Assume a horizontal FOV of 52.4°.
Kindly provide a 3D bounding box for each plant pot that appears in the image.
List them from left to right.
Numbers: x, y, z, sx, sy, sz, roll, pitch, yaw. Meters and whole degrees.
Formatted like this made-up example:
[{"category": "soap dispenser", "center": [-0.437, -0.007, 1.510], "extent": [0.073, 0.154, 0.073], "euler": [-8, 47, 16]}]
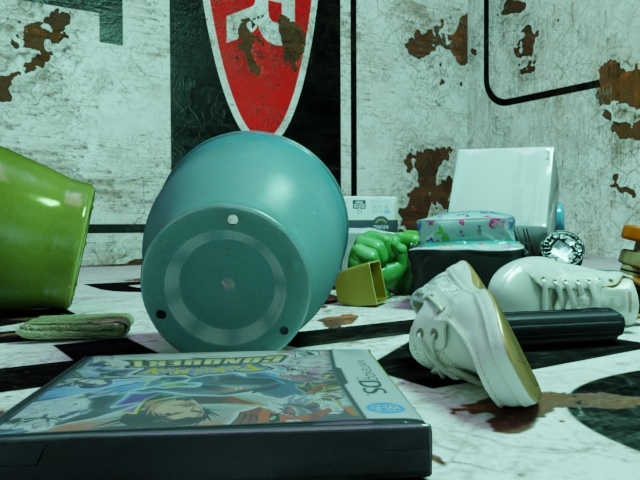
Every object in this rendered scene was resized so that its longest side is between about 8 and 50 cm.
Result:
[{"category": "plant pot", "center": [-0.601, -0.022, 1.157], "extent": [0.352, 0.367, 0.366], "euler": [11, -2, -18]}, {"category": "plant pot", "center": [-0.098, 0.018, 0.795], "extent": [0.271, 0.272, 0.255], "euler": [0, 17, 1]}, {"category": "plant pot", "center": [0.073, 0.087, 1.256], "extent": [0.083, 0.082, 0.081], "euler": [-13, -3, 20]}]

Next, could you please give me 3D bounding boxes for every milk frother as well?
[{"category": "milk frother", "center": [0.466, 0.078, 1.306], "extent": [0.143, 0.129, 0.135], "euler": [-28, -34, -6]}]

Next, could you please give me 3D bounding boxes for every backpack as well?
[{"category": "backpack", "center": [0.286, 0.037, 1.255], "extent": [0.225, 0.191, 0.253], "euler": [-1, -4, 19]}]

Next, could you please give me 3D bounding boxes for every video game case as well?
[{"category": "video game case", "center": [-0.077, 0.123, 0.499], "extent": [0.274, 0.035, 0.248], "euler": [0, 1, -4]}]

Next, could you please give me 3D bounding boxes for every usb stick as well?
[{"category": "usb stick", "center": [0.251, 0.111, 0.820], "extent": [0.277, 0.045, 0.077], "euler": [-1, -5, -17]}]

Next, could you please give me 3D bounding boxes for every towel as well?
[{"category": "towel", "center": [-0.338, 0.120, 0.908], "extent": [0.148, 0.027, 0.110], "euler": [-2, 1, -12]}]

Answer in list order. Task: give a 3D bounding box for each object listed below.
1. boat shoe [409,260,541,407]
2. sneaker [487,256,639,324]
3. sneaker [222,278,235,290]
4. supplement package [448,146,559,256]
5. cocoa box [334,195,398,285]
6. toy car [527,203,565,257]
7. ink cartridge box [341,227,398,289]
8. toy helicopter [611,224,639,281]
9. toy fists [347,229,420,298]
[{"category": "boat shoe", "center": [0.136, 0.098, 0.636], "extent": [0.096, 0.098, 0.277], "euler": [-25, 7, 7]}, {"category": "sneaker", "center": [0.373, 0.076, 0.936], "extent": [0.290, 0.106, 0.123], "euler": [1, -2, -30]}, {"category": "sneaker", "center": [-0.152, 0.098, 1.205], "extent": [0.118, 0.083, 0.222], "euler": [22, 4, 27]}, {"category": "supplement package", "center": [0.401, -0.082, 1.413], "extent": [0.203, 0.194, 0.149], "euler": [2, -26, 26]}, {"category": "cocoa box", "center": [0.000, 0.000, 1.691], "extent": [0.347, 0.228, 0.231], "euler": [-1, 2, -25]}, {"category": "toy car", "center": [0.479, 0.026, 1.577], "extent": [0.219, 0.210, 0.238], "euler": [-3, -12, 21]}, {"category": "ink cartridge box", "center": [0.138, 0.043, 1.541], "extent": [0.179, 0.146, 0.045], "euler": [-1, 16, 0]}, {"category": "toy helicopter", "center": [0.815, 0.074, 1.372], "extent": [0.235, 0.140, 0.355], "euler": [10, 5, -39]}, {"category": "toy fists", "center": [0.167, 0.049, 1.409], "extent": [0.279, 0.142, 0.096], "euler": [-2, 2, -42]}]
